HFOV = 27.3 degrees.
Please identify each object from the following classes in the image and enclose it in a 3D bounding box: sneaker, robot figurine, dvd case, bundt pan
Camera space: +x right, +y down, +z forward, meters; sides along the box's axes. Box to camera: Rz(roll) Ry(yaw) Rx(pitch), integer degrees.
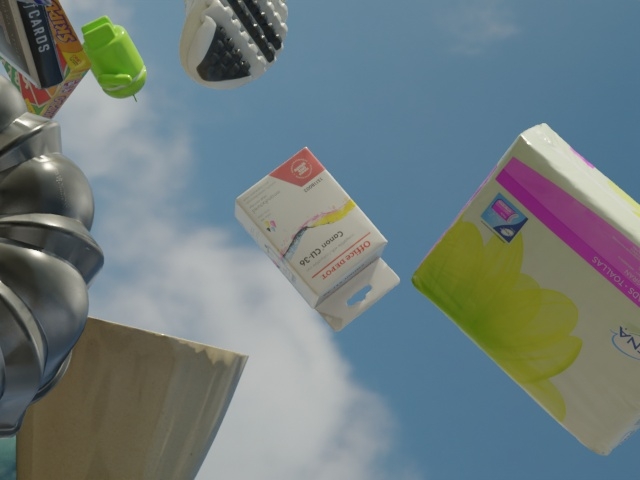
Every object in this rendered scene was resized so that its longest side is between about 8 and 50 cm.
[{"bbox_3d":[-0.096,-0.253,1.367,0.118,0.292,0.110,-10,-50,26],"label":"sneaker"},{"bbox_3d":[-0.272,-0.236,1.738,0.115,0.067,0.101,63,-1,-36],"label":"robot figurine"},{"bbox_3d":[-0.306,-0.254,1.169,0.239,0.029,0.179,38,-34,46],"label":"dvd case"},{"bbox_3d":[-0.298,-0.006,0.934,0.124,0.331,0.331,-34,-111,49],"label":"bundt pan"}]

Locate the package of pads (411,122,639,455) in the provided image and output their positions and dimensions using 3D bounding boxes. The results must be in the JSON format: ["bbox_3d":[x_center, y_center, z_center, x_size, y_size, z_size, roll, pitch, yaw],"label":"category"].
[{"bbox_3d":[0.268,0.057,1.411,0.296,0.101,0.229,43,-60,13],"label":"package of pads"}]

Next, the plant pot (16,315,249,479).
[{"bbox_3d":[-0.237,0.231,1.479,0.256,0.256,0.274,8,-97,46],"label":"plant pot"}]

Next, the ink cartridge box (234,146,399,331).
[{"bbox_3d":[0.000,0.000,1.611,0.198,0.115,0.067,49,-16,10],"label":"ink cartridge box"}]

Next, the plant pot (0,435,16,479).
[{"bbox_3d":[-0.507,0.252,1.617,0.272,0.255,0.271,-4,-97,41],"label":"plant pot"}]

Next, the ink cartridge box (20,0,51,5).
[{"bbox_3d":[-0.314,-0.220,0.607,0.307,0.303,0.072,8,-107,19],"label":"ink cartridge box"}]

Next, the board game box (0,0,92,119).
[{"bbox_3d":[-0.343,-0.271,1.462,0.124,0.039,0.259,-38,-105,50],"label":"board game box"}]
